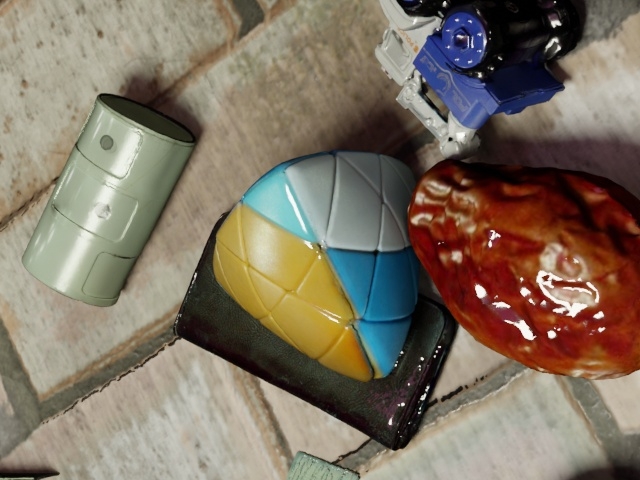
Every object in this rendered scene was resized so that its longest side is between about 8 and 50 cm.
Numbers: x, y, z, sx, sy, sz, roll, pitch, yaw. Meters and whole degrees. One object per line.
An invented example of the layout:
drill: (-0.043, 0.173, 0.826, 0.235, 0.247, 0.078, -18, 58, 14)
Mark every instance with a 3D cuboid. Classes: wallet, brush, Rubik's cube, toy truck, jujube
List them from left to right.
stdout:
brush: (-0.037, 0.331, 1.393, 0.083, 0.010, 0.218, 14, 62, 29)
wallet: (-0.012, 0.090, 1.434, 0.318, 0.045, 0.172, 25, 95, 29)
Rubik's cube: (0.000, 0.000, 1.366, 0.254, 0.254, 0.254, -2, 87, 29)
toy truck: (0.140, -0.205, 1.324, 0.213, 0.161, 0.177, 54, 135, 21)
jujube: (0.213, 0.017, 1.238, 0.290, 0.197, 0.197, 31, 102, 41)

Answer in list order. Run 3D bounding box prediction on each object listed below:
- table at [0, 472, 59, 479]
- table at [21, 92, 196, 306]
table: (-0.407, 0.365, 1.629, 0.175, 0.062, 0.146, -5, 85, 26)
table: (-0.248, -0.049, 1.526, 0.126, 0.126, 0.220, 34, 104, 26)
